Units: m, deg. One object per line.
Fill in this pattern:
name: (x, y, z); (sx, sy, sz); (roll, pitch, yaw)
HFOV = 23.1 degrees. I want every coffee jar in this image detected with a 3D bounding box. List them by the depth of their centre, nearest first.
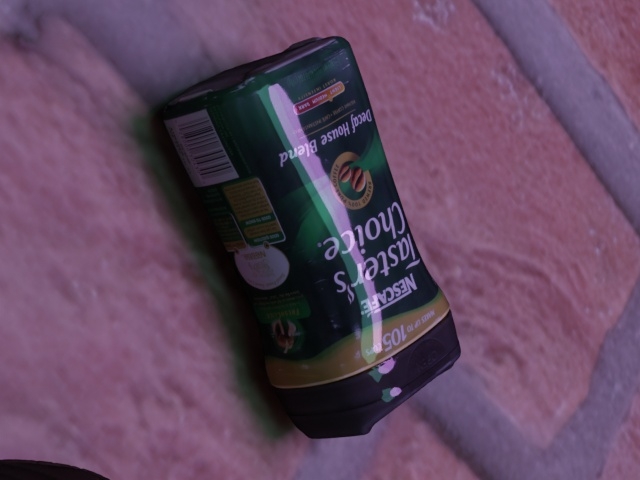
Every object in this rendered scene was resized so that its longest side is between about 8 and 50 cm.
coffee jar: (0.000, 0.000, 0.764); (0.096, 0.079, 0.184); (-33, 106, -43)

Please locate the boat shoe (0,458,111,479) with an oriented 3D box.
boat shoe: (-0.163, 0.128, 0.597); (0.190, 0.068, 0.072); (-2, 96, -35)
